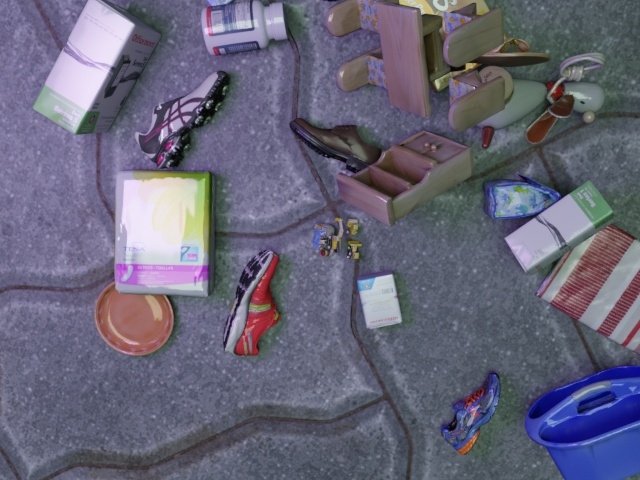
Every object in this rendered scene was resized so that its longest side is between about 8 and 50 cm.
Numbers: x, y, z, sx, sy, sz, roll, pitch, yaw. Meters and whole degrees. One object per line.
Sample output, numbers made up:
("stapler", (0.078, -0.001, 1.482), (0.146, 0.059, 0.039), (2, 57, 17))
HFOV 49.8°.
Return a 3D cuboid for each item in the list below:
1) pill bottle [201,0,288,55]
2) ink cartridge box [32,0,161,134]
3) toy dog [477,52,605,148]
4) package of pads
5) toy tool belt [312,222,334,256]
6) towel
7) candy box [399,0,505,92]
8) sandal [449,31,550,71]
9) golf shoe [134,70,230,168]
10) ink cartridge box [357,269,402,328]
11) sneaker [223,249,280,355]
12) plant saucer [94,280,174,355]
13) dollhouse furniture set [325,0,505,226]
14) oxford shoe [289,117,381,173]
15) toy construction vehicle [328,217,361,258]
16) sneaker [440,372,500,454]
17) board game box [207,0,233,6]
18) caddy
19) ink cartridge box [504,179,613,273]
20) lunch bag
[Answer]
("pill bottle", (-0.166, -0.478, 1.540), (0.180, 0.108, 0.108), (-6, 100, 4))
("ink cartridge box", (-0.490, -0.381, 1.530), (0.114, 0.198, 0.273), (33, 101, -3))
("toy dog", (0.458, -0.277, 1.505), (0.333, 0.220, 0.161), (-5, 78, 14))
("package of pads", (-0.368, -0.018, 1.624), (0.229, 0.101, 0.297), (2, 91, 2))
("toy tool belt", (0.000, 0.000, 1.642), (0.052, 0.051, 0.083), (11, 102, 39))
("towel", (0.714, 0.114, 1.633), (0.329, 0.037, 0.237), (29, 103, 0))
("candy box", (0.254, -0.510, 1.518), (0.183, 0.087, 0.316), (-31, 97, 7))
("sandal", (0.359, -0.409, 1.448), (0.240, 0.088, 0.079), (-4, 89, 5))
("golf shoe", (-0.320, -0.295, 1.587), (0.120, 0.105, 0.273), (41, 99, 3))
("ink cartridge box", (0.143, 0.142, 1.661), (0.088, 0.052, 0.123), (-11, 98, 6))
("sneaker", (-0.148, 0.153, 1.673), (0.118, 0.107, 0.279), (17, 105, -19))
("plant saucer", (-0.459, 0.186, 1.713), (0.199, 0.037, 0.200), (1, 101, 4))
("dollhouse furniture set", (0.155, -0.273, 1.407), (0.256, 0.362, 0.394), (-31, 128, -23))
("oxford shoe", (0.037, -0.234, 1.594), (0.227, 0.083, 0.096), (26, 88, -7))
("toy construction vehicle", (0.064, -0.003, 1.630), (0.085, 0.035, 0.098), (4, 95, -35))
("sneaker", (0.370, 0.417, 1.686), (0.087, 0.083, 0.221), (29, 97, 6))
("board game box", (-0.230, -0.581, 1.569), (0.090, 0.020, 0.090), (-39, 96, 8))
("caddy", (0.648, 0.409, 1.586), (0.341, 0.241, 0.179), (-24, 102, 7))
("ink cartridge box", (0.532, -0.022, 1.537), (0.219, 0.160, 0.093), (-36, 72, 14))
("lunch bag", (0.453, -0.100, 1.561), (0.151, 0.129, 0.096), (-3, 100, 5))
